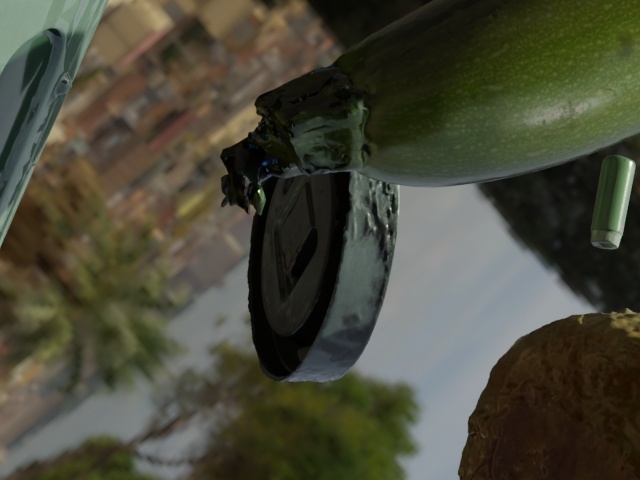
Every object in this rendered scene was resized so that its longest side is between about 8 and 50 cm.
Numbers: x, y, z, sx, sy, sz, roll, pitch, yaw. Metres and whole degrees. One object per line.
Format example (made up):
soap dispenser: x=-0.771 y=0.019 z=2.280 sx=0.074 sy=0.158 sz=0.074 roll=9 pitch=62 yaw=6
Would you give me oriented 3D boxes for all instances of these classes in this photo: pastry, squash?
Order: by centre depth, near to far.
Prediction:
squash: x=0.113 y=-0.081 z=0.741 sx=0.331 sy=0.087 sz=0.087 roll=-21 pitch=177 yaw=-14
pastry: x=0.263 y=0.213 z=1.750 sx=0.330 sy=0.329 sz=0.136 roll=-39 pitch=153 yaw=32

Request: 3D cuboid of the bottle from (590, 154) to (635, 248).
bottle: x=0.266 y=-0.035 z=1.713 sx=0.030 sy=0.030 sz=0.083 roll=144 pitch=-40 yaw=-72

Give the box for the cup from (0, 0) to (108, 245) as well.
cup: x=-0.229 y=-0.083 z=0.862 sx=0.401 sy=0.310 sz=0.392 roll=8 pitch=109 yaw=-41

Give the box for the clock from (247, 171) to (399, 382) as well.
clock: x=0.000 y=0.000 z=1.450 sx=0.226 sy=0.049 sz=0.226 roll=-170 pitch=-90 yaw=-72
